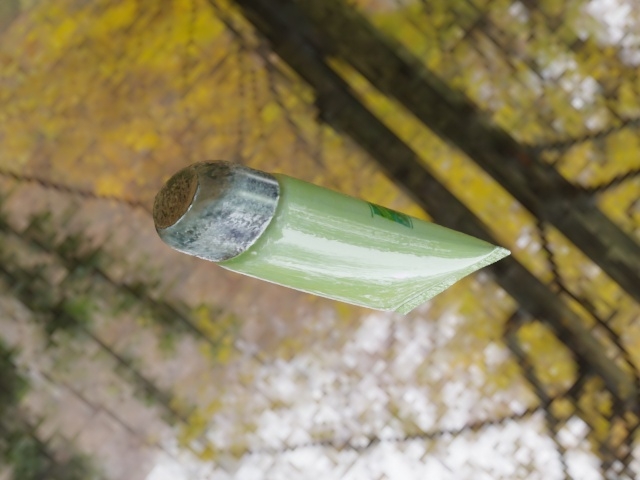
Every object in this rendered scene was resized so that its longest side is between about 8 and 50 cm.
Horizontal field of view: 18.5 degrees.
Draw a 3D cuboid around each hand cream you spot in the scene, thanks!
[{"bbox_3d":[0.000,0.000,1.005,0.095,0.175,0.046,-35,-131,47],"label":"hand cream"}]
